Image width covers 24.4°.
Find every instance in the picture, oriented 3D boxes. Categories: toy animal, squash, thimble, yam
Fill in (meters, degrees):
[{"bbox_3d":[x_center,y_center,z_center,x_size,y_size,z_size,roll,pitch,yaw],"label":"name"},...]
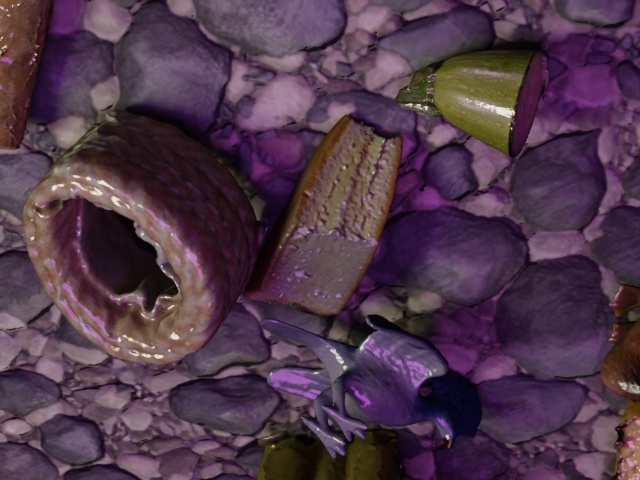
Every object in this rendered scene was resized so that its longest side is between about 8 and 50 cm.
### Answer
[{"bbox_3d":[0.051,0.151,1.573,0.255,0.176,0.239,48,139,-4],"label":"toy animal"},{"bbox_3d":[0.135,-0.143,1.377,0.132,0.105,0.105,17,128,19],"label":"squash"},{"bbox_3d":[0.368,0.113,1.466,0.188,0.179,0.089,-19,127,-10],"label":"toy animal"},{"bbox_3d":[-0.176,-0.002,1.465,0.229,0.148,0.196,45,125,-10],"label":"thimble"},{"bbox_3d":[-0.283,-0.240,1.366,0.081,0.081,0.357,17,124,-4],"label":"yam"}]

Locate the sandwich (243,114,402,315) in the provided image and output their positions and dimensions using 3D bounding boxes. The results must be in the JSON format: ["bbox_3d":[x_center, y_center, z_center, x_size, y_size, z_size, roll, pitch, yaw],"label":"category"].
[{"bbox_3d":[0.000,0.000,1.487,0.094,0.096,0.258,18,128,-11],"label":"sandwich"}]

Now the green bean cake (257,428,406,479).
[{"bbox_3d":[0.071,0.370,1.669,0.285,0.202,0.310,-7,124,11],"label":"green bean cake"}]

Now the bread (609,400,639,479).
[{"bbox_3d":[0.389,0.260,1.584,0.160,0.147,0.261,6,120,15],"label":"bread"}]
